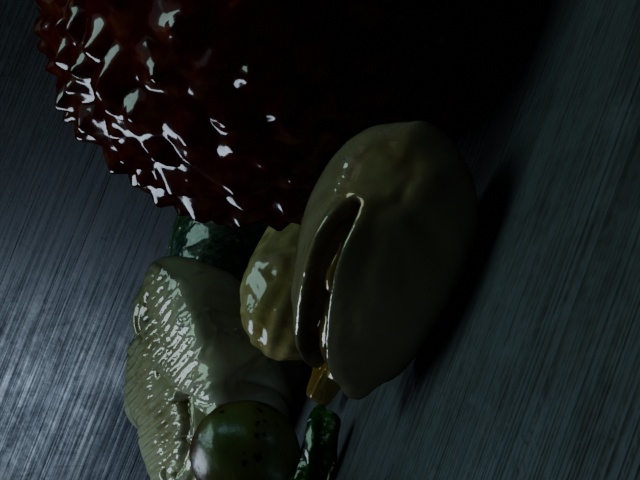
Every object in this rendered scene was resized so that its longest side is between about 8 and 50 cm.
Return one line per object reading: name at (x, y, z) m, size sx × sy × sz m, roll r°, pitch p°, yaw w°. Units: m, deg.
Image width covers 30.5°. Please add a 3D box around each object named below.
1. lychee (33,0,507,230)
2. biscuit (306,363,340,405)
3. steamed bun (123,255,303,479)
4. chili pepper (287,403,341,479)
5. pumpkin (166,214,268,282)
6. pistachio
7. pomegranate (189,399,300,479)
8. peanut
lychee at (-0.024, -0.226, 1.046) m, size 0.500 × 0.424 × 0.424 m, roll -32°, pitch 25°, yaw 32°
biscuit at (0.044, 0.066, 1.176) m, size 0.166 × 0.036 × 0.225 m, roll -76°, pitch 11°, yaw -54°
steamed bun at (-0.136, 0.192, 1.655) m, size 0.324 × 0.219 × 0.310 m, roll 49°, pitch 132°, yaw 47°
chili pepper at (-0.046, 0.271, 1.154) m, size 0.122 × 0.065 × 0.279 m, roll -55°, pitch -3°, yaw -39°
pumpkin at (-0.113, 0.048, 1.861) m, size 0.197 × 0.263 × 0.293 m, roll -107°, pitch 23°, yaw -68°
pistachio at (0.045, 0.016, 0.863) m, size 0.152 × 0.126 × 0.223 m, roll -18°, pitch -47°, yaw -50°
pomegranate at (-0.088, 0.263, 1.334) m, size 0.129 × 0.129 × 0.159 m, roll 121°, pitch 158°, yaw -66°
peanut at (0.000, 0.000, 1.394) m, size 0.153 × 0.140 × 0.325 m, roll 90°, pitch -165°, yaw -50°
